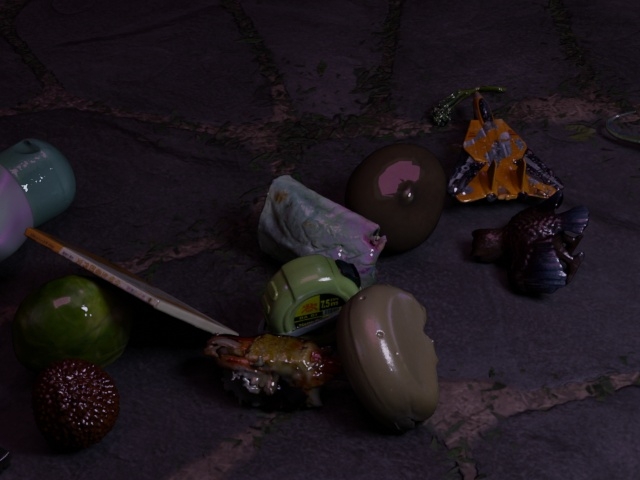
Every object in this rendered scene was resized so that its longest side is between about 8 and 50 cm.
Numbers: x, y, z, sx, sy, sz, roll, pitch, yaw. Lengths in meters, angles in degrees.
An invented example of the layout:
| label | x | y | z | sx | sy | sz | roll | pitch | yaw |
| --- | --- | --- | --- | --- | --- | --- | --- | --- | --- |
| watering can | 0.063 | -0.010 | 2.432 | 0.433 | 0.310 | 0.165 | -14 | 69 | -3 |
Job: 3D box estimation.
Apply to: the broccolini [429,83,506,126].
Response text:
| label | x | y | z | sx | sy | sz | roll | pitch | yaw |
| --- | --- | --- | --- | --- | --- | --- | --- | --- | --- |
| broccolini | 0.291 | -0.277 | 2.146 | 0.194 | 0.052 | 0.054 | -24 | 48 | -24 |

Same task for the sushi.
| label | x | y | z | sx | sy | sz | roll | pitch | yaw |
| --- | --- | --- | --- | --- | --- | --- | --- | --- | --- |
| sushi | -0.061 | 0.186 | 1.569 | 0.226 | 0.103 | 0.097 | 3 | 10 | 9 |

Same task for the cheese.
| label | x | y | z | sx | sy | sz | roll | pitch | yaw |
| --- | --- | --- | --- | --- | --- | --- | --- | --- | --- |
| cheese | 0.097 | 0.167 | 1.545 | 0.091 | 0.175 | 0.203 | -28 | 57 | 29 |

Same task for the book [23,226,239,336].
| label | x | y | z | sx | sy | sz | roll | pitch | yaw |
| --- | --- | --- | --- | --- | --- | --- | --- | --- | --- |
| book | -0.283 | 0.065 | 1.653 | 0.295 | 0.208 | 0.020 | 25 | 85 | 34 |

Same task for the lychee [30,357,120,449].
| label | x | y | z | sx | sy | sz | roll | pitch | yaw |
| --- | --- | --- | --- | --- | --- | --- | --- | --- | --- |
| lychee | -0.340 | 0.220 | 1.510 | 0.123 | 0.129 | 0.123 | -15 | 57 | 25 |

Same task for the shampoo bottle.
| label | x | y | z | sx | sy | sz | roll | pitch | yaw |
| --- | --- | --- | --- | --- | --- | --- | --- | --- | --- |
| shampoo bottle | -0.565 | -0.049 | 1.836 | 0.221 | 0.151 | 0.349 | 27 | 47 | 35 |

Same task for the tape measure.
| label | x | y | z | sx | sy | sz | roll | pitch | yaw |
| --- | --- | --- | --- | --- | --- | --- | --- | --- | --- |
| tape measure | -0.011 | 0.091 | 1.641 | 0.177 | 0.154 | 0.087 | -17 | 44 | -11 |

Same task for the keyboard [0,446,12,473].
| label | x | y | z | sx | sy | sz | roll | pitch | yaw |
| --- | --- | --- | --- | --- | --- | --- | --- | --- | --- |
| keyboard | -0.541 | 0.368 | 1.423 | 0.106 | 0.027 | 0.317 | 20 | 44 | 30 |

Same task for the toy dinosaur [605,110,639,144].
| label | x | y | z | sx | sy | sz | roll | pitch | yaw |
| --- | --- | --- | --- | --- | --- | --- | --- | --- | --- |
| toy dinosaur | 0.671 | -0.148 | 1.954 | 0.362 | 0.077 | 0.147 | 18 | 24 | 21 |

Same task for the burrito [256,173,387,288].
| label | x | y | z | sx | sy | sz | roll | pitch | yaw |
| --- | --- | --- | --- | --- | --- | --- | --- | --- | --- |
| burrito | 0.000 | 0.000 | 1.750 | 0.228 | 0.144 | 0.089 | 27 | 23 | 31 |

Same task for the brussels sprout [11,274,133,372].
| label | x | y | z | sx | sy | sz | roll | pitch | yaw |
| --- | --- | --- | --- | --- | --- | --- | --- | --- | --- |
| brussels sprout | -0.356 | 0.123 | 1.603 | 0.143 | 0.162 | 0.180 | 23 | 35 | 35 |

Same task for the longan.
| label | x | y | z | sx | sy | sz | roll | pitch | yaw |
| --- | --- | --- | --- | --- | --- | --- | --- | --- | --- |
| longan | 0.124 | -0.070 | 1.812 | 0.189 | 0.189 | 0.189 | -1 | 39 | 1 |

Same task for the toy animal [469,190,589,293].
| label | x | y | z | sx | sy | sz | roll | pitch | yaw |
| --- | --- | --- | --- | --- | --- | --- | --- | --- | --- |
| toy animal | 0.332 | -0.010 | 1.767 | 0.179 | 0.116 | 0.219 | 5 | 46 | 8 |

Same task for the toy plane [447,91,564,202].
| label | x | y | z | sx | sy | sz | roll | pitch | yaw |
| --- | --- | --- | --- | --- | --- | --- | --- | --- | --- |
| toy plane | 0.304 | -0.166 | 1.981 | 0.204 | 0.103 | 0.316 | -2 | 32 | -3 |
